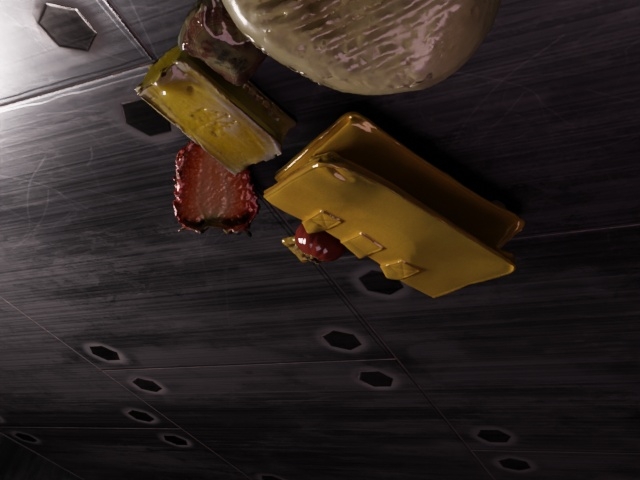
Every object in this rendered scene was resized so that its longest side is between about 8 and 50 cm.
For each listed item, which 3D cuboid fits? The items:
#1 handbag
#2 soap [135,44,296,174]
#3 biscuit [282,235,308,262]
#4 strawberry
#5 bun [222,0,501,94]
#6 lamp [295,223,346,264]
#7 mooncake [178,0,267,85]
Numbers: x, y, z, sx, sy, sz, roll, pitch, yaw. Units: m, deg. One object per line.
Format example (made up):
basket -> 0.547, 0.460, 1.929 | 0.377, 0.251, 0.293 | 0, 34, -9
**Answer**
handbag -> 0.124, -0.046, 1.351 | 0.401, 0.133, 0.283 | 28, 149, -19
soap -> -0.167, -0.212, 1.258 | 0.135, 0.076, 0.233 | -19, 135, 41
biscuit -> -0.026, 0.014, 1.585 | 0.083, 0.018, 0.081 | -11, 138, 32
strawberry -> -0.189, -0.109, 1.429 | 0.167, 0.087, 0.208 | 2, 123, -16
bun -> 0.045, -0.342, 0.862 | 0.362, 0.234, 0.326 | 36, 137, -4
lamp -> 0.000, 0.000, 1.491 | 0.101, 0.090, 0.101 | 21, -178, -1
mooncake -> -0.132, -0.296, 1.126 | 0.130, 0.073, 0.125 | 28, 142, -22
